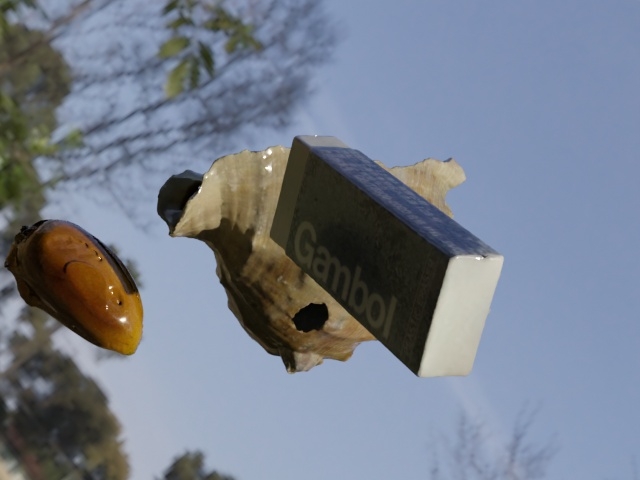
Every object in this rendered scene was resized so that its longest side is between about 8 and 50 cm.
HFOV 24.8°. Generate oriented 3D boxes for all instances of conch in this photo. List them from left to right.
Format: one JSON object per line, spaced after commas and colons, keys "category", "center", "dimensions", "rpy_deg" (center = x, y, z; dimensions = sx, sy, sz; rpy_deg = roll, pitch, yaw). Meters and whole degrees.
{"category": "conch", "center": [0.005, 0.009, 1.323], "dimensions": [0.263, 0.324, 0.186], "rpy_deg": [-35, -110, 30]}

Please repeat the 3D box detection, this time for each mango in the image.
{"category": "mango", "center": [-0.179, 0.033, 1.091], "dimensions": [0.127, 0.063, 0.077], "rpy_deg": [40, -40, 12]}

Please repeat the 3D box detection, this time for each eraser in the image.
{"category": "eraser", "center": [0.039, 0.006, 1.013], "dimensions": [0.212, 0.046, 0.092], "rpy_deg": [40, -57, 49]}
